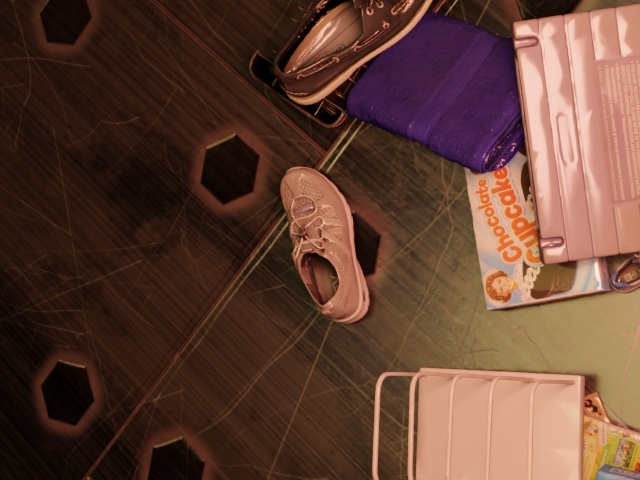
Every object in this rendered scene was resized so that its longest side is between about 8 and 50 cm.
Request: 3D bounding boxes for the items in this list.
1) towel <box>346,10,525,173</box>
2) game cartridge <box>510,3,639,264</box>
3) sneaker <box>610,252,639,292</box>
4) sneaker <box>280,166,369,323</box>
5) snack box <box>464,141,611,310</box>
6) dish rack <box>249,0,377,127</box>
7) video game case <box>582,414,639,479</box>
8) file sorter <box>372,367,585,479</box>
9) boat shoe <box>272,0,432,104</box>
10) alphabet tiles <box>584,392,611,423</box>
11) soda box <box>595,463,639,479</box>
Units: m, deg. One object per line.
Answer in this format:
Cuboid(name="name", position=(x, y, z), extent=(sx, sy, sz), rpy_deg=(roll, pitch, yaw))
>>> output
Cuboid(name="towel", position=(0.211, -0.235, 1.860), extent=(0.308, 0.076, 0.228), rpy_deg=(29, 76, 39))
Cuboid(name="game cartridge", position=(0.411, -0.155, 1.711), extent=(0.230, 0.068, 0.355), rpy_deg=(-8, 94, -1))
Cuboid(name="sneaker", position=(0.490, 0.035, 1.757), extent=(0.135, 0.058, 0.052), rpy_deg=(-39, 71, 18))
Cuboid(name="sneaker", position=(0.000, 0.000, 1.968), extent=(0.105, 0.115, 0.281), rpy_deg=(-29, 74, 21))
Cuboid(name="snack box", position=(0.329, -0.063, 1.842), extent=(0.187, 0.060, 0.322), rpy_deg=(-13, 80, 26))
Cuboid(name="dish rack", position=(0.028, -0.345, 2.006), extent=(0.208, 0.074, 0.272), rpy_deg=(36, 101, 22))
Cuboid(name="video game case", position=(0.450, 0.397, 1.757), extent=(0.206, 0.026, 0.227), rpy_deg=(17, 95, 22))
Cuboid(name="file sorter", position=(0.232, 0.292, 1.776), extent=(0.277, 0.173, 0.193), rpy_deg=(-1, 83, 35))
Cuboid(name="boat shoe", position=(0.052, -0.365, 1.896), extent=(0.340, 0.113, 0.127), rpy_deg=(-39, 63, 12))
Cuboid(name="alphabet tiles", position=(0.345, 0.334, 1.832), extent=(0.237, 0.009, 0.198), rpy_deg=(-27, 74, 21))
Cuboid(name="soda box", position=(0.498, 0.379, 1.684), extent=(0.210, 0.071, 0.067), rpy_deg=(9, 91, 23))
